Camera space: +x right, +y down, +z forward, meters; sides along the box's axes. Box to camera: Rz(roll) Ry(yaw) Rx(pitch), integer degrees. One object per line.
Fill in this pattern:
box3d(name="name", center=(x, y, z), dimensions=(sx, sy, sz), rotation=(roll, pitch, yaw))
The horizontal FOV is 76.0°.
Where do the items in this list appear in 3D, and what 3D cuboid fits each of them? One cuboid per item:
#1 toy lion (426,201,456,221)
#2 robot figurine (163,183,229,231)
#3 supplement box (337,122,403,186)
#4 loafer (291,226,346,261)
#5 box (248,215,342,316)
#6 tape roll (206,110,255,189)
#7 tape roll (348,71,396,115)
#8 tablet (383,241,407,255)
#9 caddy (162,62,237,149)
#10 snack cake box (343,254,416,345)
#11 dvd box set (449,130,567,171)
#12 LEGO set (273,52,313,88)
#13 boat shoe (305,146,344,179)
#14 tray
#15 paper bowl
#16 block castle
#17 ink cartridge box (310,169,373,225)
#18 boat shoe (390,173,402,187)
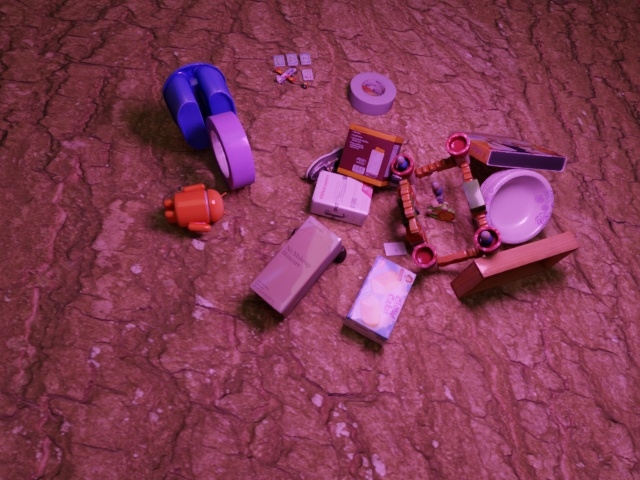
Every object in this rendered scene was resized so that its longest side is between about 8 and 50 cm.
box3d(name="toy lion", center=(0.484, -0.107, 1.631), dimensions=(0.100, 0.096, 0.034), rotation=(-7, 51, 35))
box3d(name="robot figurine", center=(-0.444, -0.115, 1.475), dimensions=(0.219, 0.128, 0.158), rotation=(-10, 35, -12))
box3d(name="supplement box", center=(0.196, -0.336, 1.611), dimensions=(0.191, 0.194, 0.129), rotation=(23, 18, 20))
box3d(name="loafer", center=(0.000, 0.000, 1.498), dimensions=(0.219, 0.078, 0.080), rotation=(22, 60, 5))
box3d(name="box", center=(-0.076, 0.088, 1.368), dimensions=(0.148, 0.121, 0.311), rotation=(36, 78, 14))
box3d(name="tape roll", center=(-0.336, -0.331, 1.526), dimensions=(0.090, 0.275, 0.275), rotation=(-21, 65, -18))
box3d(name="tape roll", center=(0.242, -0.691, 1.932), dimensions=(0.218, 0.072, 0.220), rotation=(3, 59, -6))
box3d(name="tablet", center=(0.285, 0.031, 1.563), dimensions=(0.083, 0.006, 0.054), rotation=(-4, 61, -10))
box3d(name="caddy", center=(-0.458, -0.517, 1.579), dimensions=(0.241, 0.341, 0.179), rotation=(-23, 69, -12))
box3d(name="snack cake box", center=(0.205, 0.202, 1.406), dimensions=(0.152, 0.089, 0.265), rotation=(27, 61, 8))
box3d(name="dvd box set", center=(0.749, -0.378, 1.697), dimensions=(0.307, 0.062, 0.420), rotation=(4, 24, -5))
box3d(name="LEGO set", center=(-0.127, -0.826, 1.967), dimensions=(0.182, 0.060, 0.245), rotation=(-6, 62, -7))
box3d(name="boat shoe", center=(0.037, -0.307, 1.677), dimensions=(0.068, 0.081, 0.227), rotation=(40, 60, 19))
box3d(name="tray", center=(0.692, 0.088, 1.473), dimensions=(0.410, 0.203, 0.076), rotation=(-13, 65, -15))
box3d(name="paper bowl", center=(0.735, -0.140, 1.596), dimensions=(0.283, 0.285, 0.148), rotation=(1, 17, -8))
box3d(name="block castle", center=(0.437, -0.134, 1.474), dimensions=(0.302, 0.212, 0.454), rotation=(-17, 67, 21))
box3d(name="ink cartridge box", center=(0.082, -0.165, 1.597), dimensions=(0.217, 0.092, 0.159), rotation=(16, 59, -1))
box3d(name="boat shoe", center=(0.269, -0.315, 1.708), dimensions=(0.285, 0.092, 0.103), rotation=(31, 61, 10))
